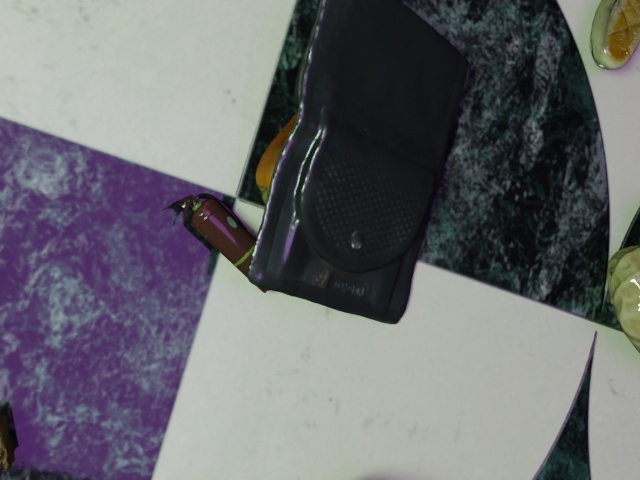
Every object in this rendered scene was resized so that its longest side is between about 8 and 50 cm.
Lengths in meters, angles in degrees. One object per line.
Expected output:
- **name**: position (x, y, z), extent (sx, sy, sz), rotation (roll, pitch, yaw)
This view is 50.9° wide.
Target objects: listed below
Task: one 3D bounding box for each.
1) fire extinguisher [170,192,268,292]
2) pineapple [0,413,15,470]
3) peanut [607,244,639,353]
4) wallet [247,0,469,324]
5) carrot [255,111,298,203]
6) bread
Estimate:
- **fire extinguisher**: position (-0.091, -0.004, 0.684), extent (0.132, 0.039, 0.056), rotation (45, 41, -12)
- **pineapple**: position (-0.333, 0.189, 0.579), extent (0.124, 0.058, 0.058), rotation (-12, 92, -16)
- **peanut**: position (0.461, 0.048, 0.852), extent (0.196, 0.110, 0.233), rotation (40, 77, -15)
- **wallet**: position (0.052, -0.085, 0.693), extent (0.247, 0.041, 0.323), rotation (20, 83, -46)
- **carrot**: position (0.008, -0.125, 0.714), extent (0.067, 0.067, 0.225), rotation (43, 72, -14)
- **bread**: position (0.399, -0.307, 0.875), extent (0.073, 0.053, 0.214), rotation (39, 73, -18)
